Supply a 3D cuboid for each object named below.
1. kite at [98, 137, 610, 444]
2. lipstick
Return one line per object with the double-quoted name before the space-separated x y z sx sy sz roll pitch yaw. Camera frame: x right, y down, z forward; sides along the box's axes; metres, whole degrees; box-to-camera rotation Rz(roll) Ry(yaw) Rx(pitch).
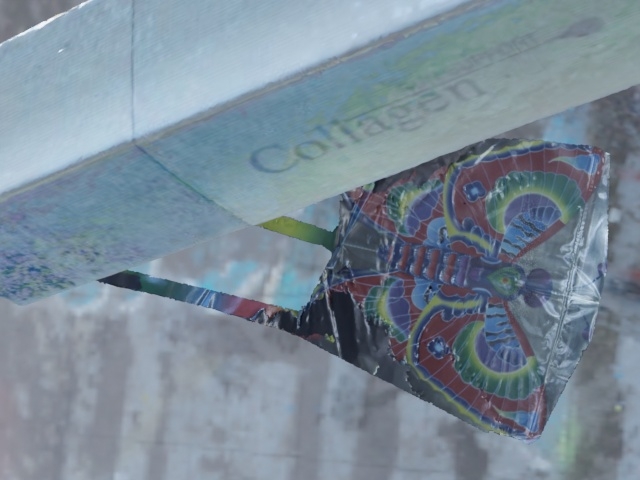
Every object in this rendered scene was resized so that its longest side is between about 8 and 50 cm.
"kite" 0.000 0.000 0.750 0.286 0.015 0.152 13 90 1
"lipstick" 0.012 -0.062 0.453 0.317 0.066 0.068 -19 58 26
